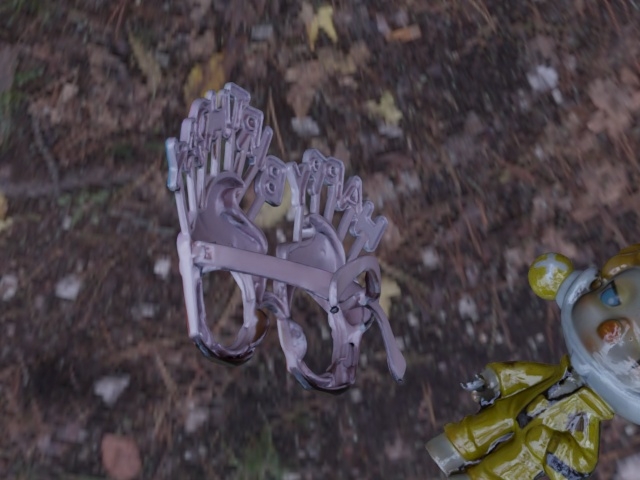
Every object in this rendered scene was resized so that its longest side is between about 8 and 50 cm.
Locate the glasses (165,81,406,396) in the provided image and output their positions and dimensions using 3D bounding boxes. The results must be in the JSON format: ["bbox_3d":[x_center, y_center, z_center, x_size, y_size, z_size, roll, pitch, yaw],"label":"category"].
[{"bbox_3d":[-0.006,-0.005,1.069,0.095,0.255,0.162,-14,69,24],"label":"glasses"}]

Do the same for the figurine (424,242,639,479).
[{"bbox_3d":[0.115,0.060,0.731,0.143,0.101,0.068,-56,150,-11],"label":"figurine"}]
